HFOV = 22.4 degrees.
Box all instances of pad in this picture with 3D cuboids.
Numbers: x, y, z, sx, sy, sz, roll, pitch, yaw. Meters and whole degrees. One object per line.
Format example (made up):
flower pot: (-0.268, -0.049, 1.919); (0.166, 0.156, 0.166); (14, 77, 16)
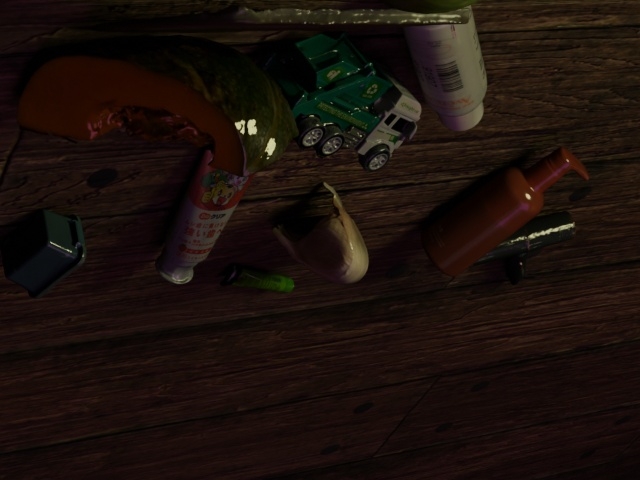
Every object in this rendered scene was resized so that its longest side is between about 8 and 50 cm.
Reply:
pad: (-0.042, -0.211, 1.571); (0.284, 0.018, 0.286); (-5, -174, -33)

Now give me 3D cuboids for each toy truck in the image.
toy truck: (0.026, -0.163, 1.810); (0.116, 0.110, 0.216); (-47, 147, 18)

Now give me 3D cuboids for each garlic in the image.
garlic: (0.013, 0.001, 2.094); (0.099, 0.124, 0.174); (-42, 179, 3)

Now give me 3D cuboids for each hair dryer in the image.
hair dryer: (0.279, 0.032, 2.445); (0.173, 0.050, 0.195); (-13, 155, -15)

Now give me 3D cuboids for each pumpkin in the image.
pumpkin: (-0.156, -0.173, 1.657); (0.278, 0.163, 0.111); (12, 129, 14)

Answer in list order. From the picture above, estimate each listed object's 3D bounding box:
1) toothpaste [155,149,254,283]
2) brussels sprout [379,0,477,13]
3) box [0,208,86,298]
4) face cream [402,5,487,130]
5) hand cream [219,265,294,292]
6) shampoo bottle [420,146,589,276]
toothpaste: (-0.138, -0.042, 1.962); (0.089, 0.057, 0.234); (-2, 139, -34)
brussels sprout: (0.088, -0.315, 1.457); (0.244, 0.244, 0.244); (-19, 153, -10)
box: (-0.325, 0.011, 1.883); (0.099, 0.074, 0.054); (-37, 137, 24)
face cream: (0.145, -0.207, 1.846); (0.082, 0.082, 0.269); (-25, 153, 1)
hand cream: (-0.084, 0.054, 2.205); (0.122, 0.023, 0.036); (10, 128, -48)
shampoo bottle: (0.250, -0.045, 2.229); (0.244, 0.085, 0.085); (-36, 151, 25)
